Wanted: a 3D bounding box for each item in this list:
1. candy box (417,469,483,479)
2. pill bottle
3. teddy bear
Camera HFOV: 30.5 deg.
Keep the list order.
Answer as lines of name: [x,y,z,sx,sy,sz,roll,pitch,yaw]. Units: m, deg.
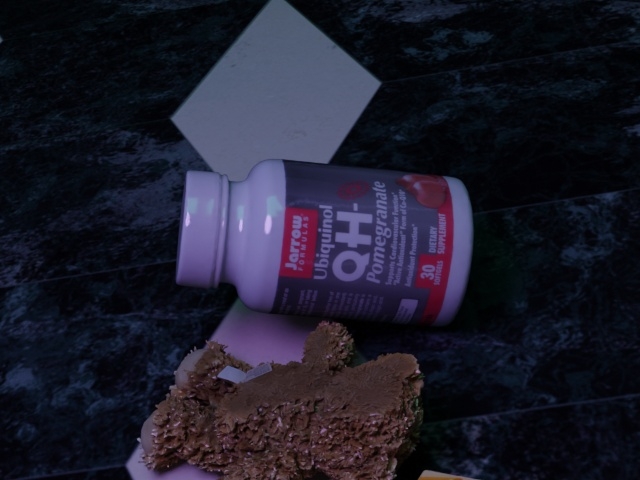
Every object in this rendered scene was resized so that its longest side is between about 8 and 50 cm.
candy box: [0.095,0.349,1.013,0.182,0.088,0.316,0,38,46]
pill bottle: [0.000,0.000,1.335,0.318,0.176,0.176,5,40,-9]
teddy bear: [-0.041,0.194,1.269,0.337,0.113,0.245,-10,33,16]
